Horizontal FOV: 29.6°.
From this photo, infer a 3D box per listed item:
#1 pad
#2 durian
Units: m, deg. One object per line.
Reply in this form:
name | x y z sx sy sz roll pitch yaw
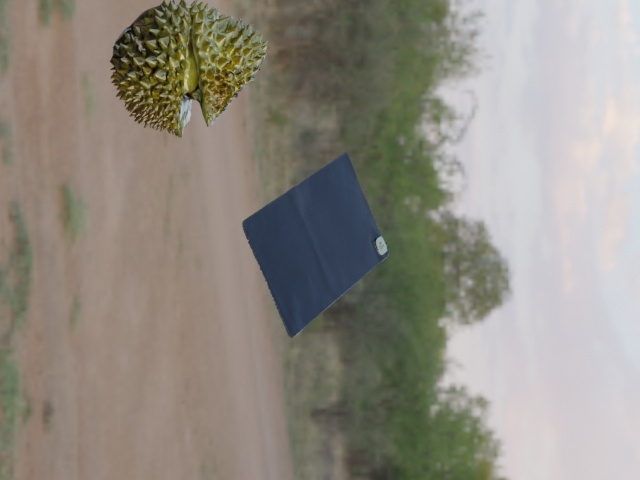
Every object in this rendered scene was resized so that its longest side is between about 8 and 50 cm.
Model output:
pad | 0.000 0.000 1.134 0.193 0.004 0.116 -36 107 -50
durian | -0.179 -0.229 1.510 0.193 0.138 0.237 -50 -159 -10
